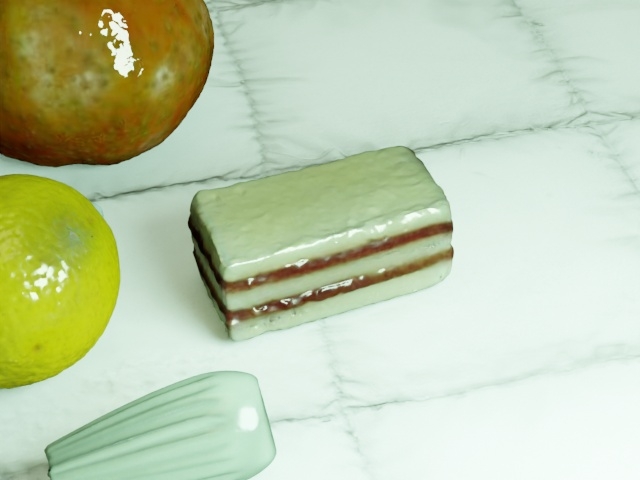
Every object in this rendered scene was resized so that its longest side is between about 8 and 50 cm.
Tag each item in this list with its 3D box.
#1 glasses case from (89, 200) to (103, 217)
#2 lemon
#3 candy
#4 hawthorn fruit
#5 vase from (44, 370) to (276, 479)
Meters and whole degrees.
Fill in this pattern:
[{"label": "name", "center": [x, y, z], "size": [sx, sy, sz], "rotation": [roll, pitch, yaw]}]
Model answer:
[{"label": "glasses case", "center": [-0.355, 0.002, 2.116], "size": [0.067, 0.045, 0.178], "rotation": [17, 40, 24]}, {"label": "lemon", "center": [-0.361, 0.047, 1.891], "size": [0.267, 0.267, 0.267], "rotation": [-2, 37, 1]}, {"label": "candy", "center": [0.000, 0.000, 2.025], "size": [0.321, 0.135, 0.179], "rotation": [-14, 38, -18]}, {"label": "hawthorn fruit", "center": [-0.348, -0.314, 2.264], "size": [0.403, 0.402, 0.402], "rotation": [-2, 37, 1]}, {"label": "vase", "center": [-0.177, 0.225, 1.749], "size": [0.248, 0.128, 0.128], "rotation": [-15, 38, -3]}]
